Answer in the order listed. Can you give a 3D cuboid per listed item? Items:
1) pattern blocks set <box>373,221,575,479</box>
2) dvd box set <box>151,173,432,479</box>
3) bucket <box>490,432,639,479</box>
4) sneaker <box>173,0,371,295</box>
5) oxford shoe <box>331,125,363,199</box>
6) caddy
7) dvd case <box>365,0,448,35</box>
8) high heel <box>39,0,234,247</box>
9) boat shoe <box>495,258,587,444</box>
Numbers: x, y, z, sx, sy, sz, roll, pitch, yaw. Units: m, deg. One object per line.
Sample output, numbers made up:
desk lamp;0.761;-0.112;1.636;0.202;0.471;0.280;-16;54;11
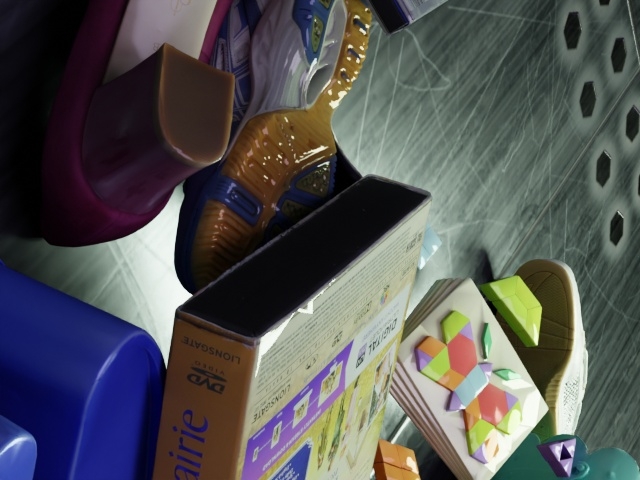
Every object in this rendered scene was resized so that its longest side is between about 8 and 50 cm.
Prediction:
pattern blocks set;0.143;0.143;1.278;0.325;0.026;0.285;45;56;-20
dvd box set;-0.034;0.188;0.943;0.307;0.062;0.421;-38;142;-58
bucket;0.282;0.362;1.422;0.183;0.281;0.281;-57;137;-29
sneaker;-0.059;-0.082;0.969;0.112;0.131;0.297;49;51;-46
oxford shoe;0.000;0.000;1.096;0.097;0.098;0.271;-52;134;-34
caddy;-0.223;0.165;0.757;0.241;0.179;0.341;-43;147;-54
dvd case;0.030;-0.286;1.021;0.239;0.029;0.179;60;29;-7
high heel;-0.129;-0.179;0.931;0.127;0.181;0.377;30;52;-31
boat shoe;0.262;0.135;1.493;0.096;0.098;0.277;-32;131;-47
